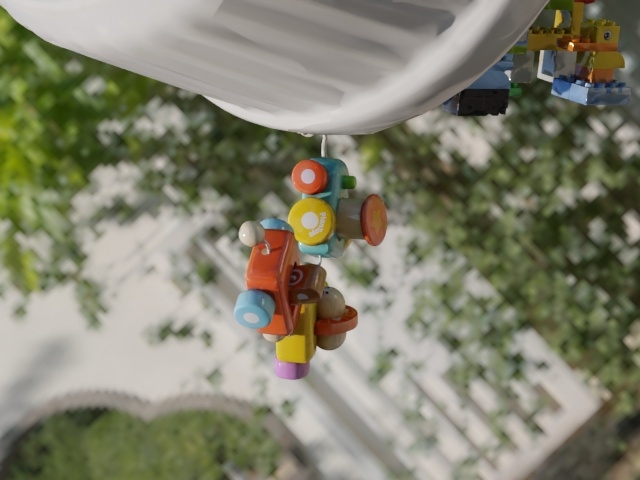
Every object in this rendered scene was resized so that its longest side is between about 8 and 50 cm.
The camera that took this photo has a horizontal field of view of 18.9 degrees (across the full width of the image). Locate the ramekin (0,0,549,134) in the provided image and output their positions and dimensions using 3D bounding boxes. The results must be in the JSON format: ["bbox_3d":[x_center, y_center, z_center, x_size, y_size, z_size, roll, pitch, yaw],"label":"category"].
[{"bbox_3d":[-0.030,-0.176,0.642,0.127,0.273,0.273,3,-38,-42],"label":"ramekin"}]

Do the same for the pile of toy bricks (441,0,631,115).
[{"bbox_3d":[0.082,-0.129,1.019,0.212,0.105,0.118,-3,17,-31],"label":"pile of toy bricks"}]

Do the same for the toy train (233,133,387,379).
[{"bbox_3d":[0.000,0.000,0.980,0.125,0.046,0.166,82,-163,-44],"label":"toy train"}]
